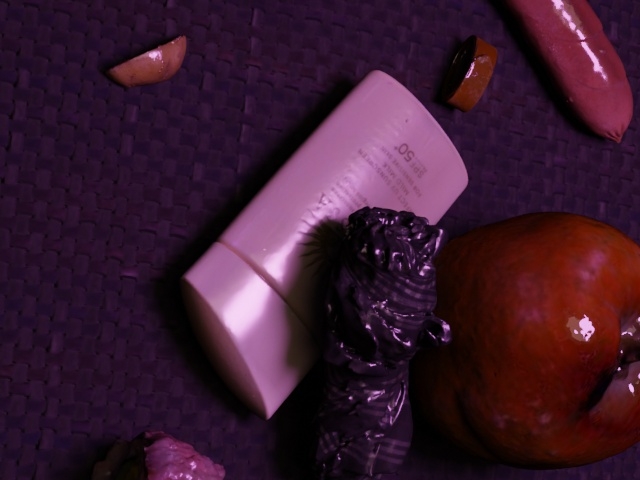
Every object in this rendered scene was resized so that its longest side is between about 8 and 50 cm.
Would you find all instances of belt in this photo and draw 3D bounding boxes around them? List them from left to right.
[{"bbox_3d":[0.166,-0.183,1.471,0.036,0.059,0.083,27,75,-20],"label":"belt"}]

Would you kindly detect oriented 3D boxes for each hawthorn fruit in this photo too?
[{"bbox_3d":[0.238,0.098,1.352,0.268,0.301,0.267,5,81,-30],"label":"hawthorn fruit"}]

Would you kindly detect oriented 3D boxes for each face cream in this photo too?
[{"bbox_3d":[0.000,0.000,1.368,0.348,0.081,0.173,-48,113,-20],"label":"face cream"}]

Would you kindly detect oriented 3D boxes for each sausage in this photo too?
[{"bbox_3d":[0.234,-0.290,1.497,0.088,0.088,0.433,-40,102,-22],"label":"sausage"}]

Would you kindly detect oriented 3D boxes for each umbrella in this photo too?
[{"bbox_3d":[0.053,0.138,1.296,0.128,0.154,0.336,8,100,-4],"label":"umbrella"}]

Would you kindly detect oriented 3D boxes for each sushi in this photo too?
[{"bbox_3d":[-0.156,0.298,1.231,0.107,0.161,0.241,18,78,-24],"label":"sushi"}]

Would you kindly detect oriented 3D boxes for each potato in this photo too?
[{"bbox_3d":[-0.165,-0.174,1.333,0.093,0.037,0.036,-29,103,-24],"label":"potato"}]
